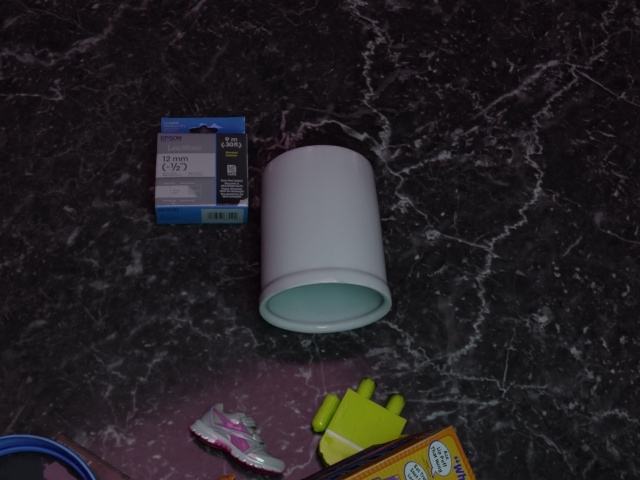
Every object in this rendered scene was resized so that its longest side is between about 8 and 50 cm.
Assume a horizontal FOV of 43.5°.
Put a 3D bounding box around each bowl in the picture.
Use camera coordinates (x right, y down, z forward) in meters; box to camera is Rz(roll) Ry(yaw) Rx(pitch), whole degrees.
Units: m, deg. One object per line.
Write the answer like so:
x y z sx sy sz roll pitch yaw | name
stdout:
-0.626 0.600 1.644 0.391 0.077 0.391 0 72 -1 | bowl

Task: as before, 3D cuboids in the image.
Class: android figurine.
0.100 0.480 1.965 0.248 0.056 0.273 26 64 6 | android figurine

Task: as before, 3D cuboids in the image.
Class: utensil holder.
0.000 0.000 2.040 0.327 0.328 0.386 -1 62 -6 | utensil holder

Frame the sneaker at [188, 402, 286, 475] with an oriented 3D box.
-0.185 0.470 1.914 0.252 0.103 0.111 30 67 7 | sneaker

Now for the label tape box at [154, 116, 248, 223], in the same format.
-0.327 -0.220 2.222 0.249 0.115 0.348 -1 66 -6 | label tape box

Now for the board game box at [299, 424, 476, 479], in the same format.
0.119 0.634 1.652 0.356 0.356 0.357 -17 78 -30 | board game box

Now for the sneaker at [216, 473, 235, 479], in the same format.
-0.184 0.625 1.865 0.067 0.064 0.175 -21 71 -26 | sneaker

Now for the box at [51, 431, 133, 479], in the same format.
-0.541 0.564 1.795 0.203 0.168 0.167 30 66 9 | box
